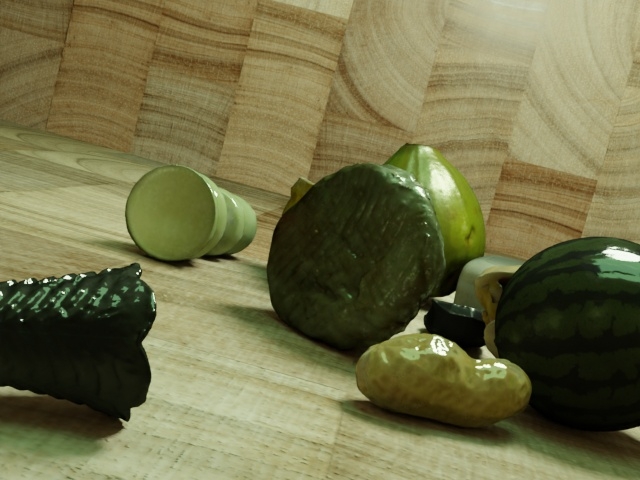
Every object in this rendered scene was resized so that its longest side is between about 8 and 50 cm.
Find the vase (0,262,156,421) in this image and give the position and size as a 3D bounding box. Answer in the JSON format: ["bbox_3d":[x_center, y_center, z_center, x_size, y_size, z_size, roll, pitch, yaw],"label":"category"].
[{"bbox_3d":[-0.236,0.059,0.558,0.237,0.115,0.115,7,9,-26],"label":"vase"}]

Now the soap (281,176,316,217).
[{"bbox_3d":[0.000,0.000,1.314,0.080,0.160,0.257,14,7,-17],"label":"soap"}]

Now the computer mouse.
[{"bbox_3d":[0.192,0.119,1.200,0.099,0.057,0.172,13,-5,1],"label":"computer mouse"}]

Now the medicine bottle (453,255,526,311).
[{"bbox_3d":[0.400,0.121,1.327,0.375,0.123,0.282,18,6,19],"label":"medicine bottle"}]

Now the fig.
[{"bbox_3d":[0.167,-0.034,1.491,0.239,0.271,0.239,-4,3,0],"label":"fig"}]

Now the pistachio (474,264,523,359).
[{"bbox_3d":[0.292,0.102,1.092,0.229,0.157,0.157,16,5,-28],"label":"pistachio"}]

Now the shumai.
[{"bbox_3d":[0.080,0.028,1.058,0.204,0.222,0.272,15,-4,-38],"label":"shumai"}]

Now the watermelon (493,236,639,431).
[{"bbox_3d":[0.289,0.099,0.914,0.212,0.212,0.212,14,6,-2],"label":"watermelon"}]

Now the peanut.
[{"bbox_3d":[0.118,0.130,0.808,0.174,0.080,0.080,12,7,-13],"label":"peanut"}]

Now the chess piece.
[{"bbox_3d":[-0.182,-0.034,1.360,0.144,0.144,0.251,17,2,16],"label":"chess piece"}]
